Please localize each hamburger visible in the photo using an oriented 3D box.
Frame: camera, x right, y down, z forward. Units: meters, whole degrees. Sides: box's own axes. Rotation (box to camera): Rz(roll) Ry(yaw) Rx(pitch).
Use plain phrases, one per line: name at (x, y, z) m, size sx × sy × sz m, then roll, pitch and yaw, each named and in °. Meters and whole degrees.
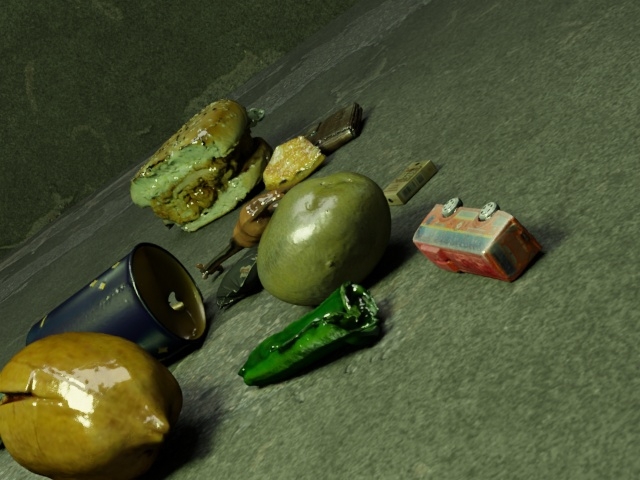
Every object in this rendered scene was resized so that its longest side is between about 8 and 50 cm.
hamburger at (-0.248, -0.170, 2.276) m, size 0.318 × 0.195 × 0.277 m, roll -31°, pitch 20°, yaw 34°

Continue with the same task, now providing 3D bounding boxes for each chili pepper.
chili pepper at (-0.017, 0.121, 1.263) m, size 0.216 × 0.062 × 0.108 m, roll -28°, pitch 13°, yaw 30°

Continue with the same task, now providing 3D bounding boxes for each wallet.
wallet at (-0.014, -0.196, 2.125) m, size 0.230 × 0.042 × 0.124 m, roll -32°, pitch 23°, yaw 27°

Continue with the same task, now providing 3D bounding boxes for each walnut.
walnut at (-0.290, 0.220, 1.334) m, size 0.336 × 0.209 × 0.209 m, roll 3°, pitch 42°, yaw 47°

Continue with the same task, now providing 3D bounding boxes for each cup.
cup at (-0.307, 0.157, 1.673) m, size 0.256 × 0.255 × 0.178 m, roll -34°, pitch 54°, yaw 21°

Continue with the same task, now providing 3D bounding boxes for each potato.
potato at (0.000, 0.000, 1.396) m, size 0.177 × 0.160 × 0.235 m, roll -24°, pitch -4°, yaw -35°

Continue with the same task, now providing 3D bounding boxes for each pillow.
pillow at (-0.112, 0.045, 1.673) m, size 0.090 × 0.048 × 0.150 m, roll -15°, pitch 27°, yaw 44°

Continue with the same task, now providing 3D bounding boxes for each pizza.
pizza at (-0.053, -0.154, 2.058) m, size 0.160 × 0.035 × 0.099 m, roll -25°, pitch 50°, yaw 30°

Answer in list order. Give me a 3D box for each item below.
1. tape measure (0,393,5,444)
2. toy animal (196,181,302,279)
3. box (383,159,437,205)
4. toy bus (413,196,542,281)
tape measure at (-0.675, 0.358, 1.927) m, size 0.330 × 0.084 × 0.164 m, roll -23°, pitch 20°, yaw 37°
toy animal at (-0.118, -0.011, 1.769) m, size 0.229 × 0.066 × 0.224 m, roll -28°, pitch -12°, yaw -4°
box at (0.133, -0.087, 1.566) m, size 0.083 × 0.024 × 0.053 m, roll -46°, pitch 19°, yaw -22°
toy bus at (0.175, -0.001, 1.186) m, size 0.077 × 0.065 × 0.192 m, roll -49°, pitch 18°, yaw -11°
